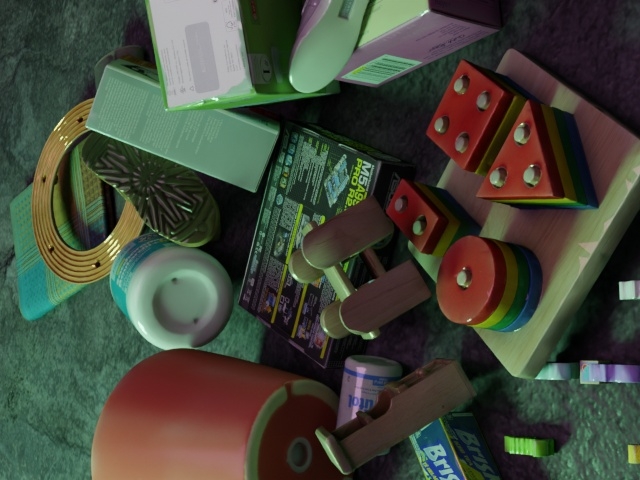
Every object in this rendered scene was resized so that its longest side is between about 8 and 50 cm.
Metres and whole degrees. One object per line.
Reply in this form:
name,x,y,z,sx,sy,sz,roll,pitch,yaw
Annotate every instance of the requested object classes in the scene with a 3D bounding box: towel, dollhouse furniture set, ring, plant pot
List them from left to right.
towel,-0.494,-0.018,1.975,0.370,0.040,0.271,-28,66,45
ring,-0.401,-0.089,1.822,0.337,0.032,0.336,-7,79,39
plant pot,-0.106,0.267,1.293,0.243,0.275,0.274,-7,81,42
dollhouse furniture set,0.028,0.099,1.103,0.242,0.161,0.212,60,172,2

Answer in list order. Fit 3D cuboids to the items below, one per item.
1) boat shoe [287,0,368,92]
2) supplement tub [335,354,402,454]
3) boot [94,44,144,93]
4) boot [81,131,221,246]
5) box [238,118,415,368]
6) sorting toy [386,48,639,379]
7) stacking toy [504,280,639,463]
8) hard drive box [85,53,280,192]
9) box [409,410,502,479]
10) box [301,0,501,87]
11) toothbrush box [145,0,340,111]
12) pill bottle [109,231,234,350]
boat shoe,0.008,-0.257,1.153,0.184,0.066,0.063,-70,27,23
supplement tub,0.057,0.194,1.225,0.071,0.071,0.107,12,96,52
boot,-0.304,-0.247,1.729,0.190,0.076,0.208,-16,45,16
boot,-0.193,-0.047,1.451,0.236,0.269,0.089,41,87,21
box,0.000,0.000,1.326,0.216,0.060,0.270,29,109,49
sorting toy,0.178,-0.040,1.038,0.257,0.089,0.255,-64,33,21
stacking toy,0.253,0.128,0.998,0.221,0.052,0.166,-10,79,52
hard drive box,-0.177,-0.160,1.375,0.181,0.232,0.089,-102,34,-75
box,0.159,0.267,1.097,0.054,0.059,0.168,-47,52,36
box,0.084,-0.331,1.206,0.214,0.117,0.242,-18,73,50
toothbrush box,-0.088,-0.267,1.242,0.122,0.283,0.206,-7,96,23
pill bottle,-0.227,0.067,1.511,0.264,0.146,0.146,-161,78,-68
